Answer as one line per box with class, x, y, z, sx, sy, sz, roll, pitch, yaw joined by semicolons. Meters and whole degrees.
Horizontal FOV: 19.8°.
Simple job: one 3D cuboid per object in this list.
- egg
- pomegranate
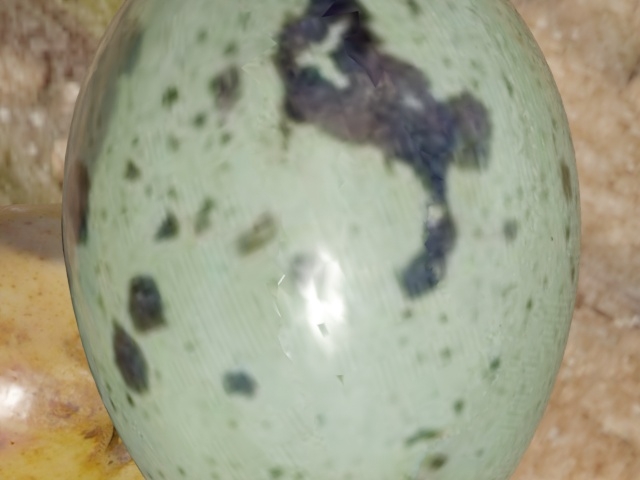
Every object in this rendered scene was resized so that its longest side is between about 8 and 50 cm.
egg;0.000;0.000;1.014;0.287;0.287;0.379;2;90;-6
pomegranate;-0.252;0.114;1.670;0.338;0.338;0.338;3;62;-5
